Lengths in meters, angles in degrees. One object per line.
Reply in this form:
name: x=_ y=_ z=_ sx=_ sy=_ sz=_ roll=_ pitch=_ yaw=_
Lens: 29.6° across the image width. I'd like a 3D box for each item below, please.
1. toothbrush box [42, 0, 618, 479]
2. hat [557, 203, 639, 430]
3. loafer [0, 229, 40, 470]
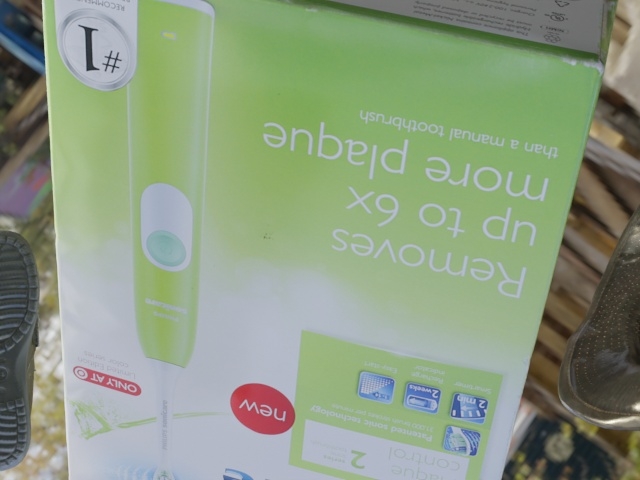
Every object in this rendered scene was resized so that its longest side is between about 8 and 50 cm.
toothbrush box: x=0.000 y=0.000 z=0.538 sx=0.206 sy=0.122 sz=0.283 roll=14 pitch=128 yaw=9
hat: x=0.338 y=0.045 z=0.901 sx=0.134 sy=0.331 sz=0.331 roll=37 pitch=176 yaw=-13
loafer: x=-0.346 y=0.115 z=1.280 sx=0.094 sy=0.251 sz=0.087 roll=3 pitch=172 yaw=-13
